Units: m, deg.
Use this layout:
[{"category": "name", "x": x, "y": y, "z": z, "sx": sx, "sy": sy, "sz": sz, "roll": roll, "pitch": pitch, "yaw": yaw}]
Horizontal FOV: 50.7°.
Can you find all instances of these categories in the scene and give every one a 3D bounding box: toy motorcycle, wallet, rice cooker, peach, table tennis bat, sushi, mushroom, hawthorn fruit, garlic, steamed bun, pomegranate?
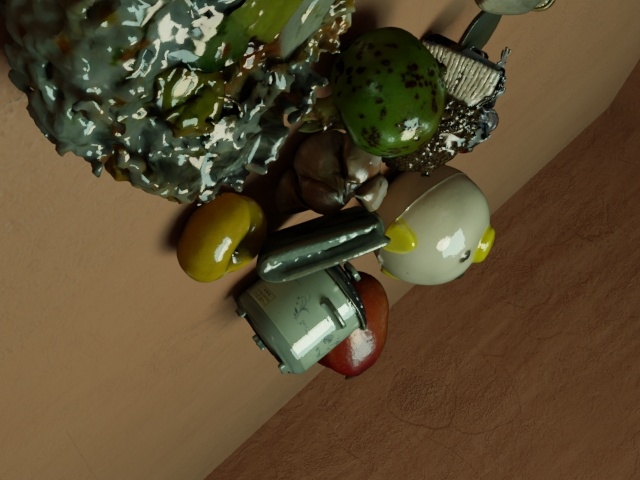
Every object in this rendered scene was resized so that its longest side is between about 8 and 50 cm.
[{"category": "toy motorcycle", "x": 0.323, "y": -0.305, "z": 1.487, "sx": 0.207, "sy": 0.134, "sz": 0.401, "roll": -13, "pitch": 150, "yaw": -9}, {"category": "wallet", "x": 0.000, "y": 0.000, "z": 1.307, "sx": 0.252, "sy": 0.083, "sz": 0.360, "roll": -17, "pitch": -171, "yaw": -1}, {"category": "rice cooker", "x": -0.033, "y": 0.155, "z": 1.620, "sx": 0.316, "sy": 0.264, "sz": 0.317, "roll": -27, "pitch": -157, "yaw": 13}, {"category": "peach", "x": -0.169, "y": -0.005, "z": 1.179, "sx": 0.179, "sy": 0.103, "sz": 0.179, "roll": -45, "pitch": 162, "yaw": -20}, {"category": "table tennis bat", "x": 0.328, "y": -0.418, "z": 1.493, "sx": 0.131, "sy": 0.022, "sz": 0.234, "roll": -29, "pitch": 156, "yaw": -41}, {"category": "sushi", "x": -0.106, "y": -0.221, "z": 0.677, "sx": 0.417, "sy": 0.176, "sz": 0.417, "roll": -40, "pitch": 163, "yaw": -15}, {"category": "mushroom", "x": 0.356, "y": -0.477, "z": 1.240, "sx": 0.350, "sy": 0.128, "sz": 0.128, "roll": -27, "pitch": 156, "yaw": -53}, {"category": "hawthorn fruit", "x": 0.062, "y": 0.228, "z": 1.930, "sx": 0.294, "sy": 0.312, "sz": 0.295, "roll": -19, "pitch": 158, "yaw": -8}, {"category": "garlic", "x": 0.017, "y": -0.126, "z": 1.239, "sx": 0.191, "sy": 0.213, "sz": 0.160, "roll": -14, "pitch": 104, "yaw": -76}, {"category": "steamed bun", "x": 0.289, "y": -0.038, "z": 1.813, "sx": 0.334, "sy": 0.334, "sz": 0.374, "roll": -41, "pitch": 158, "yaw": -10}, {"category": "pomegranate", "x": 0.081, "y": -0.226, "z": 1.089, "sx": 0.262, "sy": 0.211, "sz": 0.211, "roll": -20, "pitch": 165, "yaw": 7}]

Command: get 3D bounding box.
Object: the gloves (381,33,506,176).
[{"category": "gloves", "x": 0.216, "y": -0.250, "z": 1.348, "sx": 0.135, "sy": 0.210, "sz": 0.313, "roll": -85, "pitch": -165, "yaw": -52}]
